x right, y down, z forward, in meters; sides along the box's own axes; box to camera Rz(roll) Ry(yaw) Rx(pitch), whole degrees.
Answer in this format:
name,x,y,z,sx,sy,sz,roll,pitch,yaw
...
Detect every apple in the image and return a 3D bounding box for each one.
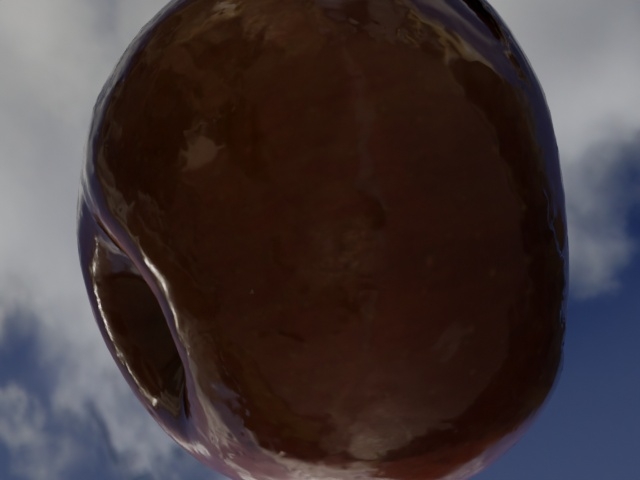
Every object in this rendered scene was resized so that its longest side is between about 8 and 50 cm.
name,x,y,z,sx,sy,sz,roll,pitch,yaw
apple,0.000,0.000,0.853,0.206,0.272,0.251,-15,-105,-16
